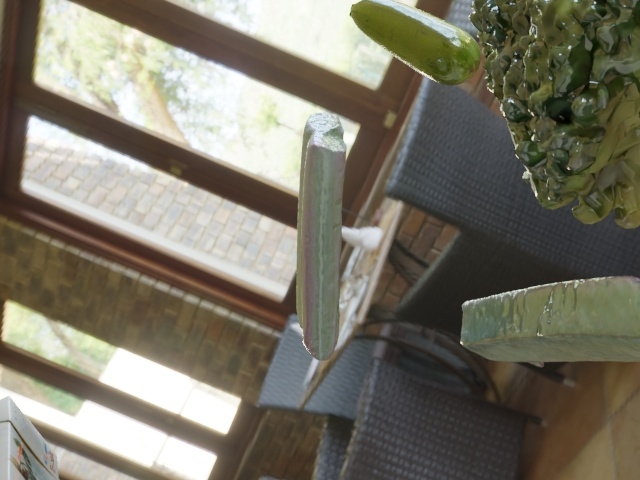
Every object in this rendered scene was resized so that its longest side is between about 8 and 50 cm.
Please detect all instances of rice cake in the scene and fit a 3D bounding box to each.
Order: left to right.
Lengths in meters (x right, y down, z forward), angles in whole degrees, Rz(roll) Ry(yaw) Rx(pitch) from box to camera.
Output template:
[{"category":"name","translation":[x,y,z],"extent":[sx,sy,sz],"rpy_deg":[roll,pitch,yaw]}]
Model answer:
[{"category":"rice cake","translation":[0.000,-0.001,0.730],"extent":[0.080,0.042,0.221],"rpy_deg":[-96,8,-64]},{"category":"rice cake","translation":[0.170,0.054,0.494],"extent":[0.051,0.081,0.290],"rpy_deg":[-67,8,-12]}]

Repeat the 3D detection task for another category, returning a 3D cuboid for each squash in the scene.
[{"category":"squash","translation":[0.107,-0.238,0.930],"extent":[0.066,0.201,0.066],"rpy_deg":[-28,-43,-30]}]

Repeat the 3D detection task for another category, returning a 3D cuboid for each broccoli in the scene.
[{"category":"broccoli","translation":[0.252,-0.152,0.446],"extent":[0.293,0.281,0.347],"rpy_deg":[-127,54,-62]}]

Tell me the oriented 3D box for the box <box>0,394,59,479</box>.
[{"category":"box","translation":[-0.442,0.356,1.157],"extent":[0.233,0.067,0.149],"rpy_deg":[52,166,57]}]
